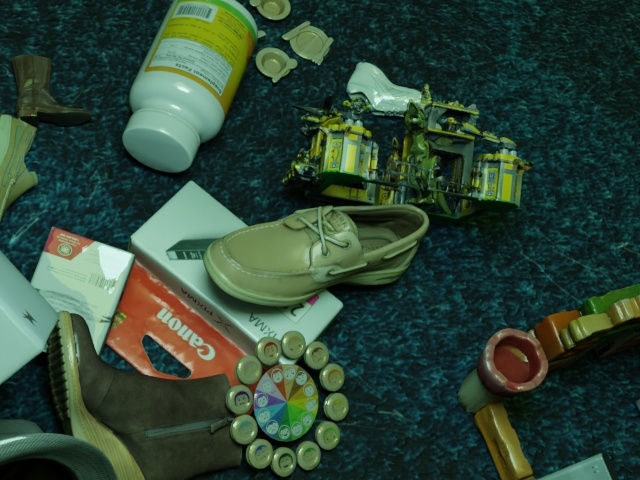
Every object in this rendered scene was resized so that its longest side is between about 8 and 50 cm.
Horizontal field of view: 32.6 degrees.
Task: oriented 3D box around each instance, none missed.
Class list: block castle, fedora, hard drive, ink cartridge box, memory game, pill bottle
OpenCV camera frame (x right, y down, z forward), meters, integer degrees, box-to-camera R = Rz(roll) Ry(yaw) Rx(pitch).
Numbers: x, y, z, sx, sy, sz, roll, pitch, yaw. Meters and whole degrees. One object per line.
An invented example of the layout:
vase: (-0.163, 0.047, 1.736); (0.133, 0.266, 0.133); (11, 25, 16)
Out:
block castle: (0.440, 0.216, 1.460); (0.453, 0.213, 0.303); (-14, 69, -21)
fedora: (-0.376, 0.283, 1.216); (0.275, 0.243, 0.124); (-31, 46, -14)
hard drive: (0.292, 0.316, 1.281); (0.022, 0.135, 0.094); (7, 57, -53)
ink cartridge box: (-0.310, 0.073, 1.381); (0.109, 0.063, 0.150); (20, 80, -5)
ink cartridge box: (-0.148, 0.088, 1.446); (0.275, 0.060, 0.239); (39, 59, 5)
memory game: (-0.039, 0.207, 1.396); (0.186, 0.012, 0.186); (4, 83, -34)
pill bottle: (-0.187, -0.222, 1.545); (0.136, 0.136, 0.245); (21, 61, -5)

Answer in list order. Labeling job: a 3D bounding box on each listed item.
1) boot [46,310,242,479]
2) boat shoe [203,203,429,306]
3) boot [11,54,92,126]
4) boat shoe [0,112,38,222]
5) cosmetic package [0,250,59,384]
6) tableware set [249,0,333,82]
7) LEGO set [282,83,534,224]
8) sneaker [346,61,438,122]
boot: (-0.214, 0.188, 1.339); (0.207, 0.090, 0.248); (-14, 92, -28)
boat shoe: (0.000, 0.000, 1.442); (0.341, 0.110, 0.121); (-9, 55, -42)
boot: (-0.380, -0.217, 1.548); (0.106, 0.037, 0.114); (0, 60, -18)
boat shoe: (-0.411, -0.084, 1.456); (0.072, 0.068, 0.190); (15, 60, -22)
cosmetic package: (-0.518, 0.154, 1.113); (0.453, 0.161, 0.230); (-39, 100, -1)
tableware set: (-0.072, -0.319, 1.693); (0.169, 0.020, 0.141); (44, 61, 8)
LEGO set: (0.123, -0.148, 1.527); (0.331, 0.255, 0.192); (8, 80, -6)
sneaker: (0.109, -0.211, 1.677); (0.152, 0.053, 0.061); (29, 69, 7)
